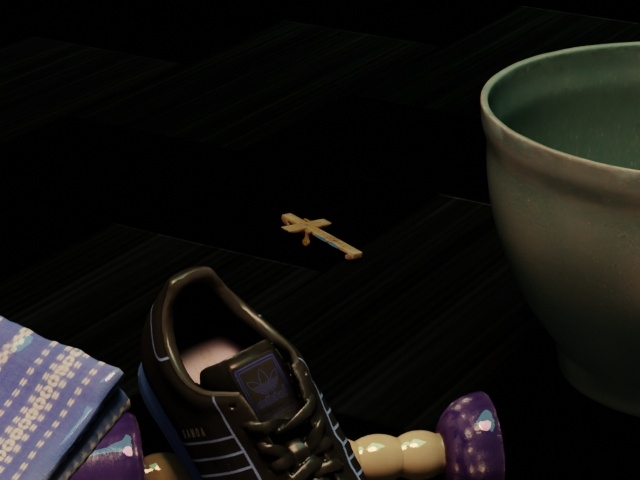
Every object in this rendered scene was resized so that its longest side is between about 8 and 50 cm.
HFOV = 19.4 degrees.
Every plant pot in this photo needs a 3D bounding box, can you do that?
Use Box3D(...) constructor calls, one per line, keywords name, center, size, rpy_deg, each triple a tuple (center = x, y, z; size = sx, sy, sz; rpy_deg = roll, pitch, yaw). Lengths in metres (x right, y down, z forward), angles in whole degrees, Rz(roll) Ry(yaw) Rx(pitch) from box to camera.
Box3D(name="plant pot", center=(0.248, 0.001, 1.251), size=(0.293, 0.196, 0.293), rpy_deg=(1, 22, 0))

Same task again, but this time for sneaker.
Box3D(name="sneaker", center=(-0.024, 0.116, 0.993), size=(0.081, 0.090, 0.232), rpy_deg=(-28, 63, -27))

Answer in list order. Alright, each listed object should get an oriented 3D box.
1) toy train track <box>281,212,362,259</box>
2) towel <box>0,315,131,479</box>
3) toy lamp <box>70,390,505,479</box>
Box3D(name="toy train track", center=(0.000, 0.000, 1.491), size=(0.048, 0.014, 0.083), rpy_deg=(-11, 30, -44))
Box3D(name="towel", center=(-0.293, 0.090, 0.955), size=(0.336, 0.040, 0.243), rpy_deg=(23, 57, 29))
Box3D(name="toy lamp", center=(-0.035, 0.130, 1.085), size=(0.274, 0.080, 0.080), rpy_deg=(-4, 23, -13))
